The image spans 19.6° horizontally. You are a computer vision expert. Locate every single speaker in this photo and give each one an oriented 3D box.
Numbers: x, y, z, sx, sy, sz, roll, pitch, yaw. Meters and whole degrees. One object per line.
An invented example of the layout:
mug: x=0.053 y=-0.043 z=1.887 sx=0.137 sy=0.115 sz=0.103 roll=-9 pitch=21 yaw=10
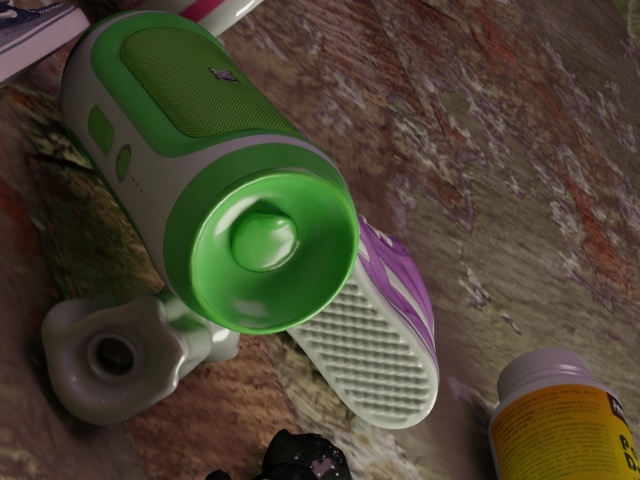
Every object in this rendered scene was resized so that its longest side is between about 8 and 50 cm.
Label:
speaker: x=-0.078 y=-0.053 z=1.187 sx=0.131 sy=0.131 sz=0.296 roll=40 pitch=5 yaw=-33

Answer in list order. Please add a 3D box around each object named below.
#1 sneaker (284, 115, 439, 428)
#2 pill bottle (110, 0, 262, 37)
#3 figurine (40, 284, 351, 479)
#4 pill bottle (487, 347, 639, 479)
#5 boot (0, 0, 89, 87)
sneaker: x=-0.001 y=0.001 z=1.430 sx=0.282 sy=0.102 sz=0.161 roll=60 pitch=18 yaw=-17
pill bottle: x=-0.146 y=-0.290 z=1.442 sx=0.283 sy=0.160 sz=0.160 roll=52 pitch=23 yaw=-8
figurine: x=-0.064 y=0.111 z=1.179 sx=0.215 sy=0.092 sz=0.209 roll=56 pitch=15 yaw=4
pill bottle: x=0.205 y=0.194 z=1.531 sx=0.117 sy=0.117 sz=0.215 roll=37 pitch=29 yaw=-36
boot: x=-0.221 y=-0.145 z=1.214 sx=0.086 sy=0.069 sz=0.190 roll=56 pitch=25 yaw=-7
